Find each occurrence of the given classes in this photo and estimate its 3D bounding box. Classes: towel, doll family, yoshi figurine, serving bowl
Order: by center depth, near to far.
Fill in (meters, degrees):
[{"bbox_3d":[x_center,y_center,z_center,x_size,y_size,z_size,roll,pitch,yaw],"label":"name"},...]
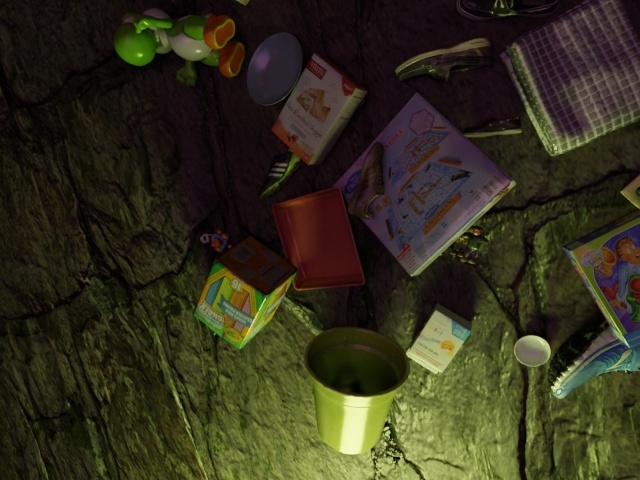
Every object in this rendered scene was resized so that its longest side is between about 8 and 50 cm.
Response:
[{"bbox_3d":[0.557,-0.355,0.980,0.235,0.121,0.283,-26,91,20],"label":"towel"},{"bbox_3d":[0.325,-0.022,1.149,0.193,0.076,0.111,15,109,19],"label":"doll family"},{"bbox_3d":[0.537,0.276,1.158,0.084,0.027,0.083,3,101,17],"label":"serving bowl"},{"bbox_3d":[-0.407,-0.529,1.237,0.363,0.203,0.203,17,112,18],"label":"yoshi figurine"}]

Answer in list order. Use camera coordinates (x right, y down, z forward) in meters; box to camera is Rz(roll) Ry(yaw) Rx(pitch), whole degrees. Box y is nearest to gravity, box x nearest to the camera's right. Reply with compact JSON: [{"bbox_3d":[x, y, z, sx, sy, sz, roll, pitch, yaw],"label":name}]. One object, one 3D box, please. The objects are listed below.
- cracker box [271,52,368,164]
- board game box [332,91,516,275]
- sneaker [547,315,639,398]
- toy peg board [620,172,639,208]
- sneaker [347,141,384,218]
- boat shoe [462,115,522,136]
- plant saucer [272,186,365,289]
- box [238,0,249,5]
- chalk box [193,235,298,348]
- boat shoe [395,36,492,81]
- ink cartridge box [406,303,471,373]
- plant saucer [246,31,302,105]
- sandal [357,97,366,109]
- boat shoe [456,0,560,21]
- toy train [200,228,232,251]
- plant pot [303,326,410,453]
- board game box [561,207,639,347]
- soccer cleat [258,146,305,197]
[{"bbox_3d":[-0.008,-0.332,1.172,0.155,0.067,0.232,45,119,20],"label":"cracker box"},{"bbox_3d":[0.239,-0.135,1.118,0.318,0.066,0.318,-46,69,20],"label":"board game box"},{"bbox_3d":[0.677,0.271,1.057,0.147,0.130,0.330,45,110,8],"label":"sneaker"},{"bbox_3d":[0.780,-0.107,0.975,0.161,0.079,0.160,44,110,7],"label":"toy peg board"},{"bbox_3d":[0.130,-0.143,1.115,0.071,0.066,0.188,23,106,12],"label":"sneaker"},{"bbox_3d":[0.408,-0.270,1.087,0.133,0.049,0.041,-4,94,17],"label":"boat shoe"},{"bbox_3d":[0.000,0.000,1.238,0.259,0.048,0.258,-10,97,42],"label":"plant saucer"},{"bbox_3d":[-0.227,-0.692,1.134,0.114,0.203,0.103,-37,87,23],"label":"box"},{"bbox_3d":[-0.225,0.169,1.301,0.179,0.180,0.288,34,123,10],"label":"chalk box"},{"bbox_3d":[0.292,-0.413,1.080,0.224,0.080,0.073,-13,91,16],"label":"boat shoe"},{"bbox_3d":[0.309,0.274,1.216,0.104,0.061,0.181,31,109,11],"label":"ink cartridge box"},{"bbox_3d":[-0.114,-0.449,1.211,0.195,0.037,0.194,-4,83,36],"label":"plant saucer"},{"bbox_3d":[0.042,-0.353,1.202,0.179,0.040,0.067,-14,90,35],"label":"sandal"},{"bbox_3d":[0.417,-0.540,1.017,0.220,0.070,0.077,7,102,17],"label":"boat shoe"},{"bbox_3d":[-0.313,0.051,1.391,0.125,0.046,0.166,-19,94,21],"label":"toy train"},{"bbox_3d":[0.088,0.417,1.233,0.276,0.276,0.253,11,115,17],"label":"plant pot"},{"bbox_3d":[0.723,0.032,0.920,0.347,0.078,0.233,-31,88,17],"label":"board game box"},{"bbox_3d":[-0.117,-0.193,1.277,0.179,0.060,0.072,-44,75,14],"label":"soccer cleat"}]
